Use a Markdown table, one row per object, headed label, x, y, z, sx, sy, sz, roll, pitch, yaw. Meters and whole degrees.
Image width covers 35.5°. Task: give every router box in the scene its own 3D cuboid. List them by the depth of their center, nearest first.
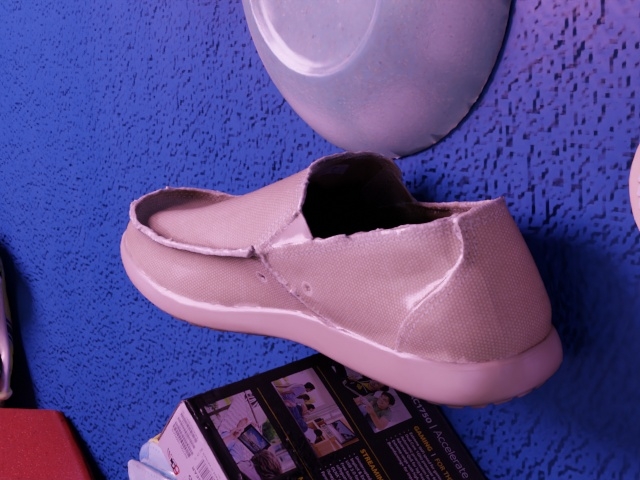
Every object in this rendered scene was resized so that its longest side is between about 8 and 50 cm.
| label | x | y | z | sx | sy | sz | roll | pitch | yaw |
| --- | --- | --- | --- | --- | --- | --- | --- | --- | --- |
| router box | 0.022 | 0.140 | 0.481 | 0.179 | 0.133 | 0.046 | 57 | 138 | 23 |

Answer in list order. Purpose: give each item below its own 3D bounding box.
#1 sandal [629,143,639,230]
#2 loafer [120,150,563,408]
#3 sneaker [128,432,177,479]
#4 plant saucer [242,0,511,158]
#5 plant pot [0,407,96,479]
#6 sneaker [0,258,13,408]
| label | x | y | z | sx | sy | sz | roll | pitch | yaw |
| --- | --- | --- | --- | --- | --- | --- | --- | --- | --- |
| sandal | 0.169 | -0.026 | 0.284 | 0.240 | 0.079 | 0.088 | -6 | 97 | 52 |
| loafer | 0.000 | 0.000 | 0.499 | 0.268 | 0.102 | 0.092 | 14 | 111 | 39 |
| sneaker | -0.055 | 0.215 | 0.540 | 0.319 | 0.127 | 0.208 | -119 | 35 | -63 |
| plant saucer | 0.008 | -0.133 | 0.487 | 0.195 | 0.037 | 0.195 | 20 | 117 | 46 |
| plant pot | -0.319 | 0.289 | 0.864 | 0.267 | 0.267 | 0.236 | 120 | 148 | -43 |
| sneaker | -0.375 | 0.155 | 0.980 | 0.147 | 0.145 | 0.385 | 30 | 125 | 43 |
